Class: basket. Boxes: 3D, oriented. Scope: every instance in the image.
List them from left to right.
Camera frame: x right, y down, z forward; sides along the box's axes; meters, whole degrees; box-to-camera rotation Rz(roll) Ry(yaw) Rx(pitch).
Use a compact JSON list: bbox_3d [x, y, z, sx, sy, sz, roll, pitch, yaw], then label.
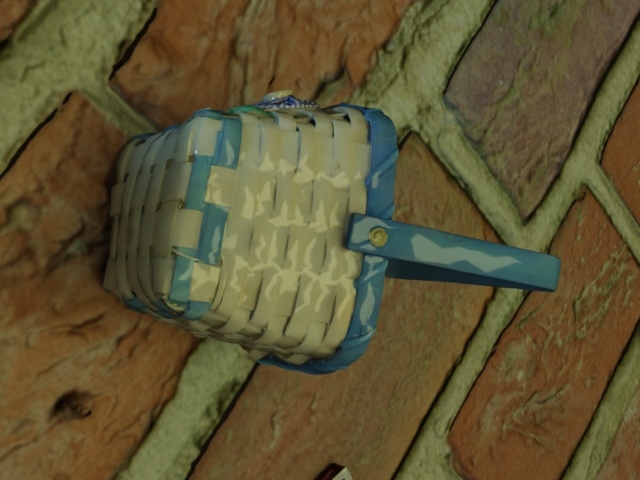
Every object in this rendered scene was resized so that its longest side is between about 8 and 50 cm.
[{"bbox_3d":[0.000,0.000,0.704,0.289,0.255,0.201,16,81,-28],"label":"basket"}]

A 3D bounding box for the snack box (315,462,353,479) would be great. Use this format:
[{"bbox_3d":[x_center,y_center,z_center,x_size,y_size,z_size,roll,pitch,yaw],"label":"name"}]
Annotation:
[{"bbox_3d":[-0.029,0.287,0.852,0.178,0.022,0.064,-39,115,-30],"label":"snack box"}]
